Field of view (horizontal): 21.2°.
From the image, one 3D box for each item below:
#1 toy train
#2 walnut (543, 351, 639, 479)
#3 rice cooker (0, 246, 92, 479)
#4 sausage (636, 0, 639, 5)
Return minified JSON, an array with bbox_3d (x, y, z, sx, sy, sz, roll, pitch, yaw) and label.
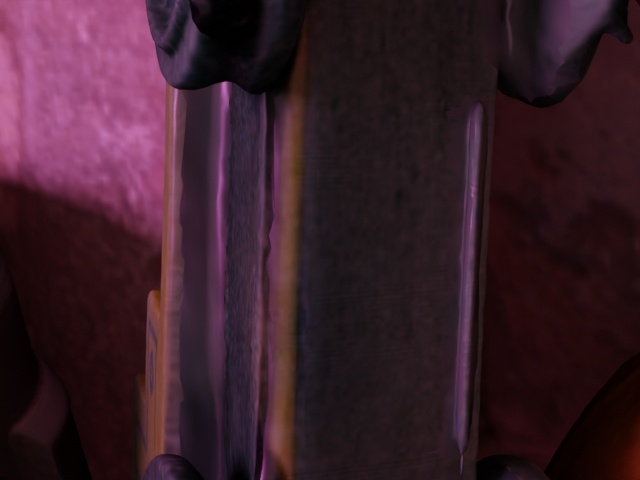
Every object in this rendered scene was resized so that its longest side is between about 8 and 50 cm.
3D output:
[{"bbox_3d":[0.000,0.000,0.574,0.150,0.237,0.369,0,100,-12],"label":"toy train"},{"bbox_3d":[0.134,0.090,0.589,0.116,0.116,0.207,36,129,12],"label":"walnut"},{"bbox_3d":[-0.254,0.121,0.701,0.335,0.335,0.325,-6,106,30],"label":"rice cooker"},{"bbox_3d":[0.210,-0.016,0.518,0.330,0.102,0.102,48,124,4],"label":"sausage"}]
